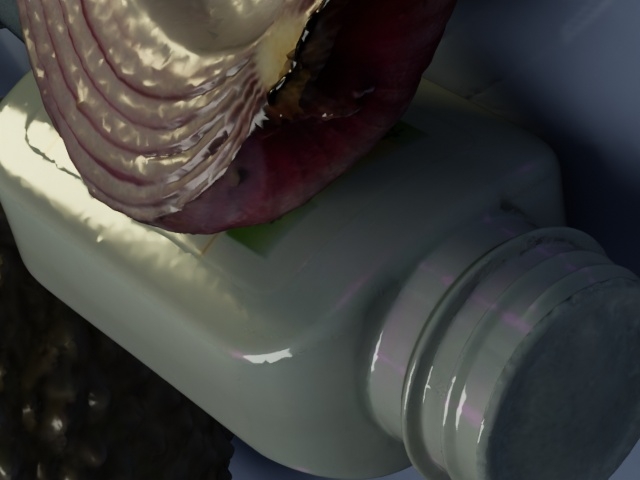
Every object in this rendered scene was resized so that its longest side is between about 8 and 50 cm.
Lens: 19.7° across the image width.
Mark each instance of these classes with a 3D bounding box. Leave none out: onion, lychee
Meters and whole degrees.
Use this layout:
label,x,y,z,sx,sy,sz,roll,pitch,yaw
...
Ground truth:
label,x,y,z,sx,sy,sz,roll,pitch,yaw
onion,-0.038,-0.147,0.756,0.227,0.120,0.283,-50,55,29
lychee,-0.246,0.111,1.205,0.380,0.380,0.432,41,136,30

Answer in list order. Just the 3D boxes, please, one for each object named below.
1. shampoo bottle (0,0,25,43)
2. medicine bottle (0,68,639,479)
label,x,y,z,sx,sy,sz,roll,pitch,yaw
shampoo bottle,-0.222,-0.187,1.130,0.214,0.072,0.072,41,153,28
medicine bottle,0.000,0.000,0.821,0.324,0.179,0.124,30,145,42
